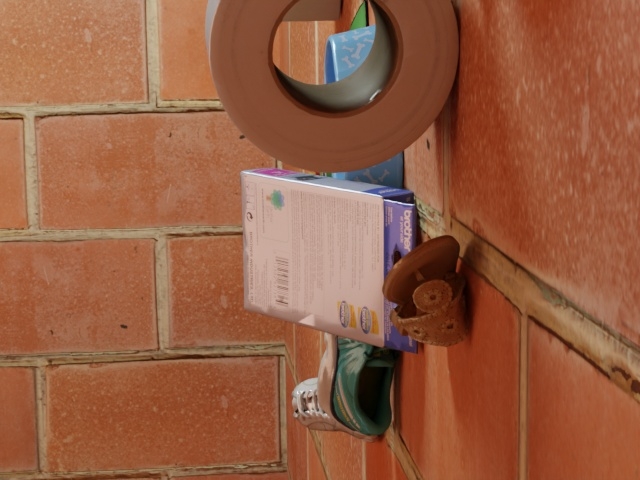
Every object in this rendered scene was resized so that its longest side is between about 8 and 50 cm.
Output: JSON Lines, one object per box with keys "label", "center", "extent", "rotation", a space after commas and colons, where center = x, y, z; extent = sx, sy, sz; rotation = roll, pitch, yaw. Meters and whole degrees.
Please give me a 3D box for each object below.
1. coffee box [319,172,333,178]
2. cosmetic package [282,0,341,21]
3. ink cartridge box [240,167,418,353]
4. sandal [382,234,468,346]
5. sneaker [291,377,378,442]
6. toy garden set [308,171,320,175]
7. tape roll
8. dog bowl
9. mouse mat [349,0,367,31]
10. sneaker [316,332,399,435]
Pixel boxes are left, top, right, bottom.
{"label": "coffee box", "center": [0.025, -0.099, 2.282], "extent": [0.184, 0.040, 0.113], "rotation": [97, 169, -59]}
{"label": "cosmetic package", "center": [-0.018, -0.519, 2.249], "extent": [0.309, 0.113, 0.160], "rotation": [94, 172, -49]}
{"label": "ink cartridge box", "center": [0.021, 0.019, 1.720], "extent": [0.311, 0.065, 0.186], "rotation": [13, 108, 48]}
{"label": "sandal", "center": [0.117, 0.068, 1.370], "extent": [0.079, 0.088, 0.240], "rotation": [54, 172, 15]}
{"label": "sneaker", "center": [0.022, 0.241, 2.048], "extent": [0.292, 0.118, 0.110], "rotation": [128, 142, -79]}
{"label": "toy garden set", "center": [0.000, 0.000, 2.523], "extent": [0.244, 0.049, 0.204], "rotation": [-102, 12, -62]}
{"label": "tape roll", "center": [0.006, -0.204, 1.424], "extent": [0.169, 0.246, 0.246], "rotation": [-108, 17, -72]}
{"label": "dog bowl", "center": [0.052, -0.153, 1.834], "extent": [0.166, 0.074, 0.297], "rotation": [96, 170, -53]}
{"label": "mouse mat", "center": [0.058, -0.265, 2.082], "extent": [0.189, 0.007, 0.153], "rotation": [143, 125, -82]}
{"label": "sneaker", "center": [0.065, 0.119, 1.807], "extent": [0.110, 0.107, 0.275], "rotation": [24, 118, 57]}
